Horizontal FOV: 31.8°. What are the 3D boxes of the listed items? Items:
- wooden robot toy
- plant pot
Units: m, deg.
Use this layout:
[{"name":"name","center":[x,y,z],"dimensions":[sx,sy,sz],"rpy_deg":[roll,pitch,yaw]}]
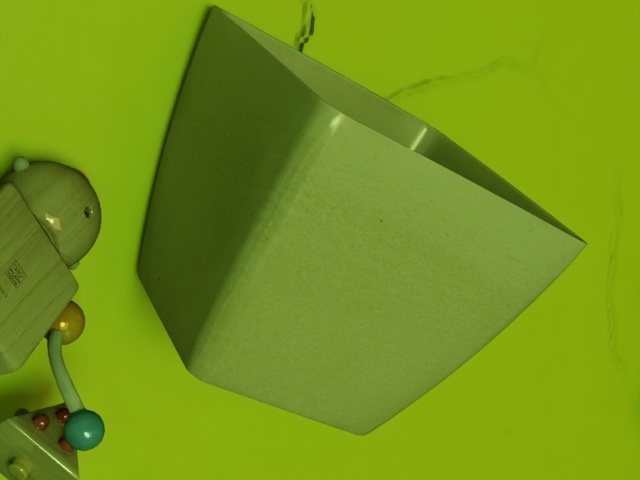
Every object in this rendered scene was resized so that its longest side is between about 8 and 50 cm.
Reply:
[{"name":"wooden robot toy","center":[-0.107,-0.004,0.349],"dimensions":[0.173,0.076,0.079],"rpy_deg":[64,36,-26]},{"name":"plant pot","center":[0.000,0.000,0.377],"dimensions":[0.109,0.109,0.096],"rpy_deg":[24,104,-32]}]
